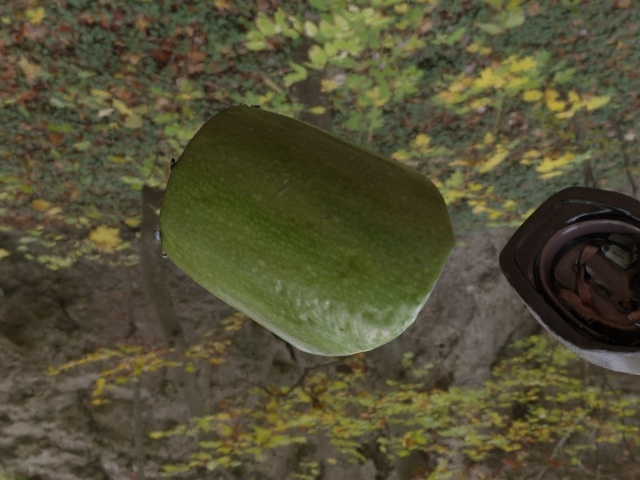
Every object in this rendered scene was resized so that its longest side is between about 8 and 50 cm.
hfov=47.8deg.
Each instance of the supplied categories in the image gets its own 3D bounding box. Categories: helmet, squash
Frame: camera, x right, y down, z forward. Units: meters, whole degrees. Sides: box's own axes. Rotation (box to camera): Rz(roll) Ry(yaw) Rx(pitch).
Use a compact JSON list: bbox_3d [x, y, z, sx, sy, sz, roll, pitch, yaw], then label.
[{"bbox_3d":[0.365,0.062,0.891,0.198,0.154,0.253,-47,-143,-4],"label":"helmet"},{"bbox_3d":[0.000,0.000,0.647,0.260,0.189,0.189,26,-154,22],"label":"squash"}]
